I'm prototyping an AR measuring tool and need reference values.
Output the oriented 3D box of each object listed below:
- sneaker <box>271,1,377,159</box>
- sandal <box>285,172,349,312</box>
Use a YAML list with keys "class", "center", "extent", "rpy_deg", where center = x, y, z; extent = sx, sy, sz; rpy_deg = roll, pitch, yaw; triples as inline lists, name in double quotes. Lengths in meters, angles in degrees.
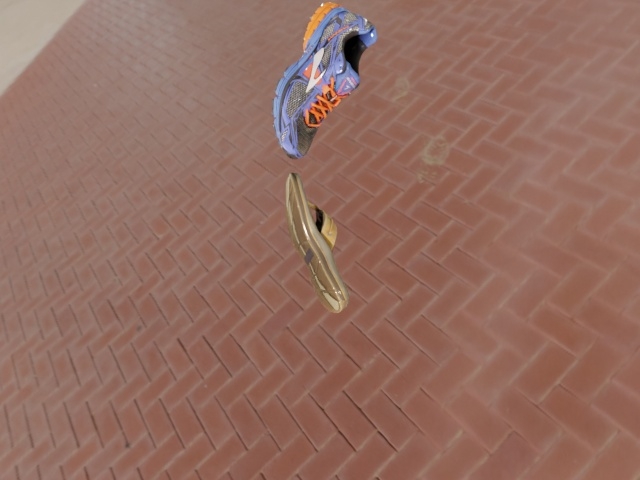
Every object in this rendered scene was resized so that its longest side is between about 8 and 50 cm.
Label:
- class: "sneaker"
  center: [0.005, -0.210, 0.664]
  extent: [0.087, 0.083, 0.221]
  rpy_deg: [21, 88, 26]
- class: "sandal"
  center: [0.000, 0.000, 0.619]
  extent: [0.049, 0.072, 0.180]
  rpy_deg: [-19, 76, -22]
